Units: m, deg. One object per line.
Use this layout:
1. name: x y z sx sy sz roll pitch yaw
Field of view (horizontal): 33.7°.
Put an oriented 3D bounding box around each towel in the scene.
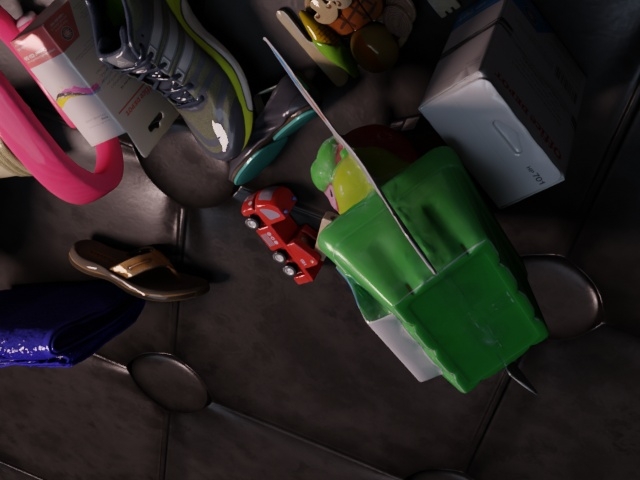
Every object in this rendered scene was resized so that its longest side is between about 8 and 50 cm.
1. towel: -0.437 0.134 1.601 0.308 0.228 0.076 -4 107 31

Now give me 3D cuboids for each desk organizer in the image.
1. desk organizer: 0.138 -0.116 1.207 0.130 0.047 0.050 -8 128 33

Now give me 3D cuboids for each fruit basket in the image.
1. fruit basket: 0.072 -0.017 1.100 0.353 0.165 0.327 49 180 44

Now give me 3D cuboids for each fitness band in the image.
1. fitness band: -0.342 -0.175 1.278 0.054 0.209 0.291 -29 114 14

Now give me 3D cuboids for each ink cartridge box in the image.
1. ink cartridge box: 0.186 -0.147 1.046 0.082 0.190 0.139 -25 115 38
2. ink cartridge box: -0.267 -0.198 1.285 0.067 0.115 0.198 -16 121 35

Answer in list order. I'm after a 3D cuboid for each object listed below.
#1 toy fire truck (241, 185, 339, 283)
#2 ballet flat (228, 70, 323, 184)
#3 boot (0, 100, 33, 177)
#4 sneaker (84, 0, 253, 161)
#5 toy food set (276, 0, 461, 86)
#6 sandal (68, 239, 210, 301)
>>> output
1. toy fire truck: 0.000 0.000 1.385 0.135 0.047 0.192 -18 119 37
2. ballet flat: -0.065 -0.140 1.280 0.074 0.074 0.203 38 142 -10
3. boot: -0.507 -0.177 1.441 0.204 0.095 0.262 -7 128 32
4. sneaker: -0.189 -0.211 1.209 0.111 0.121 0.300 -18 112 44
5. toy food set: 0.041 -0.241 1.144 0.132 0.038 0.192 45 134 -17
6. sandal: -0.265 0.033 1.541 0.219 0.090 0.060 21 115 17
